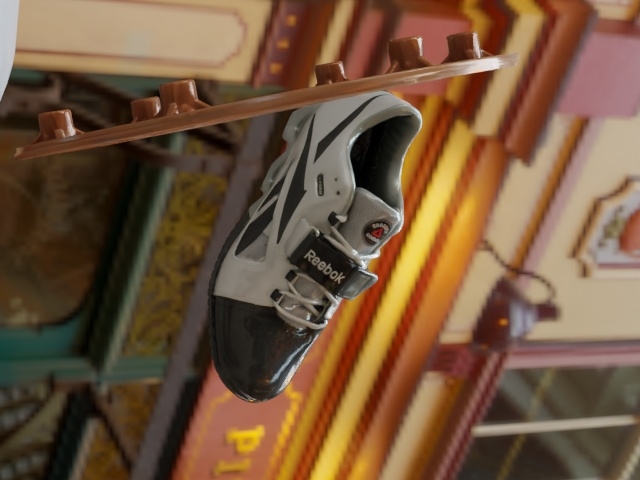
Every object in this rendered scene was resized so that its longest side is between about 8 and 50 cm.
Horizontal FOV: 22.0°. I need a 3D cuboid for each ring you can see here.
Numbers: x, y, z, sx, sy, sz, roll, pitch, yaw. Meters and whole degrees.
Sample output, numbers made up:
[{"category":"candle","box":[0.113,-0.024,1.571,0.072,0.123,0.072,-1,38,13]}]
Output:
[{"category":"ring","box":[-0.037,-0.098,1.085,0.336,0.336,0.032,-3,-82,58]}]

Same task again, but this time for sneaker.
[{"category":"sneaker","box":[0.000,0.000,1.569,0.146,0.122,0.331,6,-107,51]}]

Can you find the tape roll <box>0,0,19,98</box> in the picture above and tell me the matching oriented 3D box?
[{"category":"tape roll","box":[-0.235,-0.144,0.642,0.169,0.246,0.246,111,-36,-52]}]
